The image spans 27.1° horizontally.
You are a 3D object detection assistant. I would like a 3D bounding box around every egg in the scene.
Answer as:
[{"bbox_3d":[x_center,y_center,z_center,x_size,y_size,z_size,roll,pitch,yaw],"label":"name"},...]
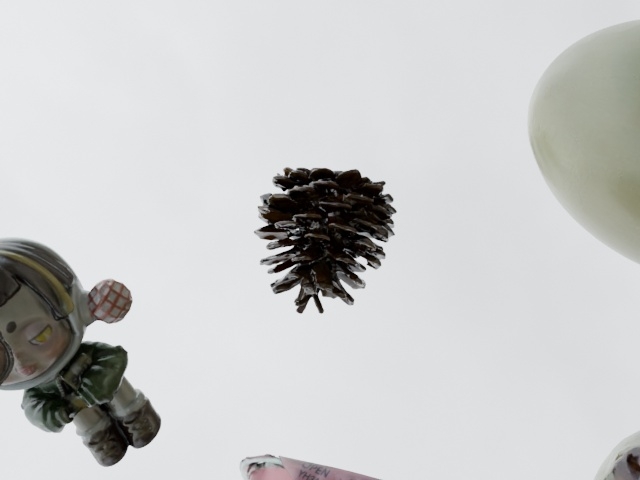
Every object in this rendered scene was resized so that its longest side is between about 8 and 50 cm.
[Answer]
[{"bbox_3d":[0.267,-0.067,0.951,0.186,0.242,0.186,23,-90,-85],"label":"egg"}]

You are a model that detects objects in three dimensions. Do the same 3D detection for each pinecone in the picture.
[{"bbox_3d":[0.000,0.003,1.504,0.163,0.163,0.165,31,-116,-47],"label":"pinecone"}]

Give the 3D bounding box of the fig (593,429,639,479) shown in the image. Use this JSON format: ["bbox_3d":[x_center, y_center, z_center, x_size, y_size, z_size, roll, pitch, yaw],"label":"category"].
[{"bbox_3d":[0.288,0.220,0.955,0.225,0.203,0.203,43,-134,-39],"label":"fig"}]

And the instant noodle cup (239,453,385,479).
[{"bbox_3d":[0.023,0.281,0.764,0.244,0.244,0.255,40,-118,-42],"label":"instant noodle cup"}]

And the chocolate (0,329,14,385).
[{"bbox_3d":[-0.421,0.147,1.326,0.148,0.093,0.214,44,-106,-33],"label":"chocolate"}]

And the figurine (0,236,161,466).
[{"bbox_3d":[-0.345,0.135,1.668,0.370,0.281,0.167,53,-169,-29],"label":"figurine"}]
